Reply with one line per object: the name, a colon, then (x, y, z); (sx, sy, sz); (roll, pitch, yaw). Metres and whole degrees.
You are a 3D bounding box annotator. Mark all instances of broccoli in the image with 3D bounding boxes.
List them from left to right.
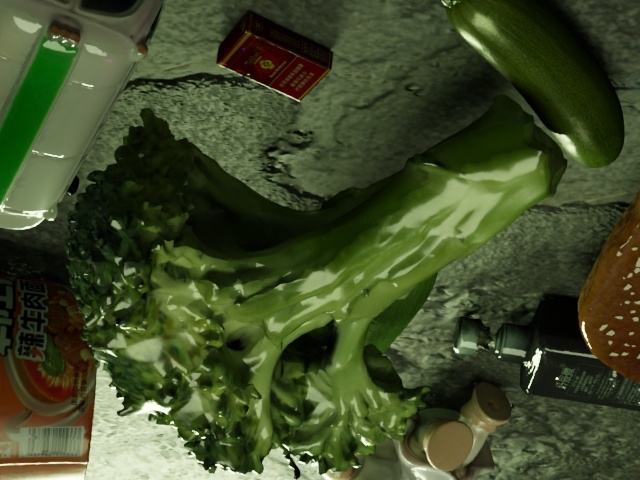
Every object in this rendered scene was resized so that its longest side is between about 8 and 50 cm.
broccoli: (-0.029, 0.001, 1.500); (0.353, 0.275, 0.397); (-2, 149, -37)

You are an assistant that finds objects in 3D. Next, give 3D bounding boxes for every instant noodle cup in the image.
instant noodle cup: (-0.319, 0.139, 1.790); (0.192, 0.250, 0.250); (5, 145, -11)

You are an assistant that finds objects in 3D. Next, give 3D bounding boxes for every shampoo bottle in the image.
shampoo bottle: (0.282, 0.115, 1.793); (0.309, 0.071, 0.098); (8, 145, -3)

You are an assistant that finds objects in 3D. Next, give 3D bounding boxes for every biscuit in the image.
biscuit: (0.376, 0.037, 1.654); (0.262, 0.052, 0.277); (14, 130, -6)

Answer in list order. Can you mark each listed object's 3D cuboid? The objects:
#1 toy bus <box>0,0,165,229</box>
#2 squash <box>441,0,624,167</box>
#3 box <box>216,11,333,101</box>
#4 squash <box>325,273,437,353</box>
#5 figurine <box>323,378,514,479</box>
toy bus: (-0.219, -0.139, 1.424); (0.143, 0.179, 0.305); (19, 143, -17)
squash: (0.175, -0.139, 1.462); (0.069, 0.069, 0.258); (-19, 138, 31)
box: (-0.037, -0.149, 1.516); (0.082, 0.023, 0.051); (23, 141, -22)
squash: (0.010, 0.083, 1.765); (0.107, 0.107, 0.395); (21, 141, -20)
figurine: (0.101, 0.250, 1.965); (0.200, 0.133, 0.276); (29, 136, -9)
